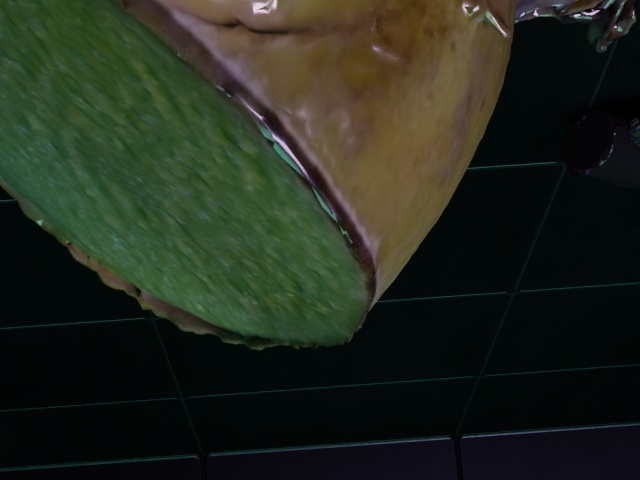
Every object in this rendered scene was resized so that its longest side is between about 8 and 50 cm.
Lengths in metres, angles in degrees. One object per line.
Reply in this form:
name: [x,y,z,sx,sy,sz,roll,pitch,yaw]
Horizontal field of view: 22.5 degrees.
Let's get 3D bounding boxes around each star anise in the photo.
star anise: [0.212,-0.214,1.197,0.231,0.089,0.209,-5,151,-16]

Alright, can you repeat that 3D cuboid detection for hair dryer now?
hair dryer: [0.358,-0.128,1.562,0.114,0.071,0.248,10,148,-35]

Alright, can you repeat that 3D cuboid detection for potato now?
potato: [-0.058,-0.161,1.016,0.385,0.319,0.442,44,156,-11]
